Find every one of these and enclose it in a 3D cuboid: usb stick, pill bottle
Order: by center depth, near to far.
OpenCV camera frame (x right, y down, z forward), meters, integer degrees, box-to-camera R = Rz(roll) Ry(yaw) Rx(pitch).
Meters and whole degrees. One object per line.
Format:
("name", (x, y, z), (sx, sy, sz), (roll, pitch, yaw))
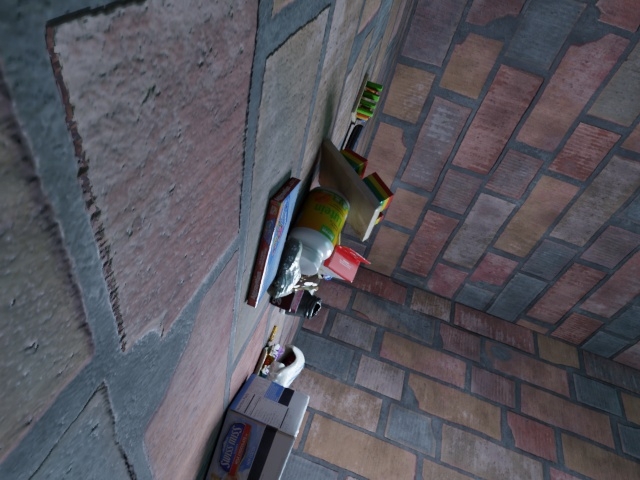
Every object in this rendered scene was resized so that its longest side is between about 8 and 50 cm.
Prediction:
("pill bottle", (-0.013, -0.027, 1.237), (0.136, 0.136, 0.245), (103, 9, -59))
("usb stick", (0.109, -0.349, 1.731), (0.278, 0.045, 0.077), (-66, -171, -8))

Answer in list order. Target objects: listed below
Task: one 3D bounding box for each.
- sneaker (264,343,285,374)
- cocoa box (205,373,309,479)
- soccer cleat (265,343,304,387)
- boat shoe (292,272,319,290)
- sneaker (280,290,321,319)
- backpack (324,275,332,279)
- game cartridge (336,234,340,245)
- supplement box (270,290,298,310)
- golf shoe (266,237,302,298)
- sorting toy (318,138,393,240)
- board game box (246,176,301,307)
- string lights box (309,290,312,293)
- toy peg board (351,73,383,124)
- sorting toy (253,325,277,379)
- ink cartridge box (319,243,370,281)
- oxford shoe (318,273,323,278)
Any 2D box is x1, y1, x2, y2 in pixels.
("sneaker", (-0.206, 0.599, 1.927), (0.095, 0.105, 0.236), (103, 9, -66))
("cocoa box", (-0.213, 0.676, 1.404), (0.231, 0.228, 0.347), (-50, 160, -75))
("soccer cleat", (-0.179, 0.547, 1.621), (0.331, 0.116, 0.143), (-57, 141, -34))
("boat shoe", (-0.077, 0.116, 1.271), (0.207, 0.073, 0.073), (5, 89, -58))
("sneaker", (-0.061, 0.240, 1.786), (0.295, 0.147, 0.104), (-63, 170, -64))
("backpack", (0.004, 0.080, 1.850), (0.117, 0.158, 0.173), (-51, 159, -8))
("game cartridge", (0.072, -0.032, 2.184), (0.285, 0.053, 0.323), (92, -1, -71))
("supplement box", (-0.105, 0.178, 1.454), (0.239, 0.073, 0.130), (90, 20, -78))
("golf shoe", (-0.083, 0.072, 1.131), (0.086, 0.069, 0.176), (6, 115, -49))
("sorting toy", (0.106, -0.160, 1.293), (0.089, 0.255, 0.257), (-32, 165, -13))
("board game box", (-0.108, 0.006, 0.968), (0.145, 0.027, 0.281), (-64, 173, -60))
("string lights box", (-0.033, 0.147, 2.134), (0.133, 0.077, 0.259), (91, 20, -78))
("toy peg board", (0.187, -0.546, 1.675), (0.160, 0.079, 0.161), (11, 100, -85))
("sorting toy", (-0.224, 0.509, 1.666), (0.196, 0.047, 0.347), (82, 29, -80))
("ink cartridge box", (0.027, 0.063, 1.345), (0.134, 0.231, 0.078), (35, 72, -44))
("oxford shoe", (0.000, 0.000, 1.545), (0.123, 0.130, 0.348), (-65, 173, -47))
